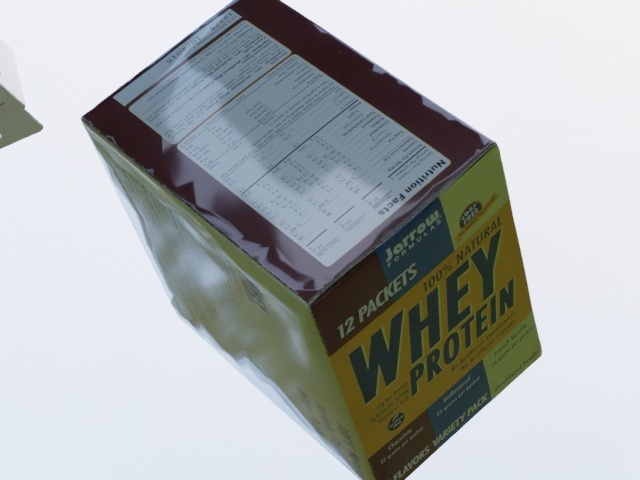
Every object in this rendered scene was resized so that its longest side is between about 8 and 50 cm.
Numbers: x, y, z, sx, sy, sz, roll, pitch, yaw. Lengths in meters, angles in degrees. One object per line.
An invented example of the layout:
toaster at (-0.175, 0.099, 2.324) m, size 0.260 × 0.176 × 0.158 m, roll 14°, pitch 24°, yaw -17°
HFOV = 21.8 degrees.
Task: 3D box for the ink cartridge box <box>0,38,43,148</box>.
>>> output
ink cartridge box at (-0.296, -0.125, 1.253) m, size 0.104 × 0.060 × 0.180 m, roll -22°, pitch -26°, yaw 9°

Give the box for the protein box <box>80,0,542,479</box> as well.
protein box at (0.000, 0.000, 0.956) m, size 0.136 × 0.201 × 0.199 m, roll -40°, pitch -37°, yaw -16°
